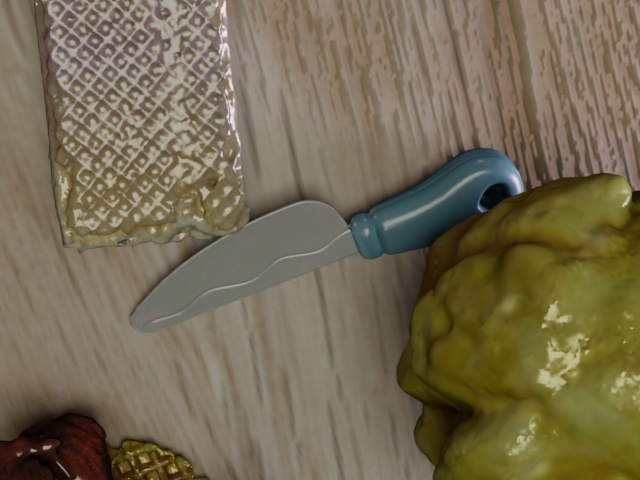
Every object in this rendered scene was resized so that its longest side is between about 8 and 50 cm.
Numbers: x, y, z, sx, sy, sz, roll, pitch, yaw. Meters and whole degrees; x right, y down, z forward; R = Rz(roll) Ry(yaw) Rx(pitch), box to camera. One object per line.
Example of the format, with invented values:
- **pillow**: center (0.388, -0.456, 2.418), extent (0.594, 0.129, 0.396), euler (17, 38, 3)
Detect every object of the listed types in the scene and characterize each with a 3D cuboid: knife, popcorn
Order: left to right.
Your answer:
- **knife**: center (0.000, -0.002, 0.760), extent (0.244, 0.032, 0.058), euler (-17, 129, -1)
- **popcorn**: center (0.185, 0.088, 0.707), extent (0.286, 0.252, 0.215), euler (28, 59, -16)

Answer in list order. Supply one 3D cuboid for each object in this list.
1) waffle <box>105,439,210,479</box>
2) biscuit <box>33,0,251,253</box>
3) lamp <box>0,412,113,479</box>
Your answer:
- **waffle**: center (-0.114, 0.161, 0.791), extent (0.078, 0.016, 0.085), euler (34, 96, -10)
- **biscuit**: center (-0.100, -0.115, 0.706), extent (0.108, 0.062, 0.238), euler (-6, 105, -9)
- **lamp**: center (-0.157, 0.222, 0.719), extent (0.215, 0.151, 0.223), euler (36, 107, -1)
